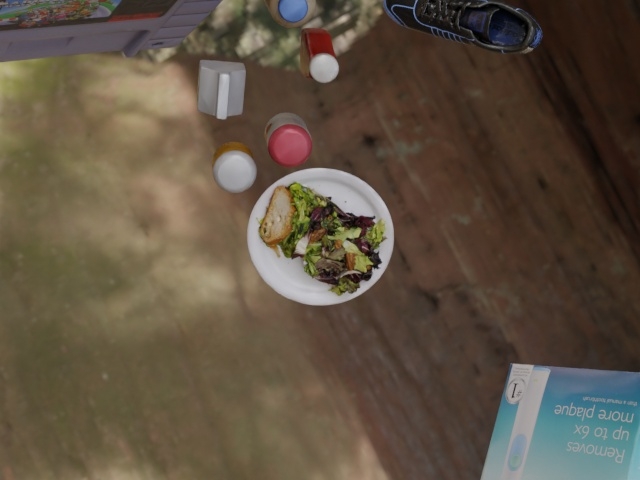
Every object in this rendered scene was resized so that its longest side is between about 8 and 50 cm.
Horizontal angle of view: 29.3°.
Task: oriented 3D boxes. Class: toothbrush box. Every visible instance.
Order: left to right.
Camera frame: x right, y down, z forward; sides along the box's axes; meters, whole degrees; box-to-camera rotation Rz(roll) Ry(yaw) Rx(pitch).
[{"bbox_3d":[0.301,0.305,1.431,0.126,0.216,0.295,28,73,-35],"label":"toothbrush box"}]

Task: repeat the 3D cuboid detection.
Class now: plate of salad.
[{"bbox_3d":[0.000,0.000,1.653,0.200,0.200,0.048,58,10,-17],"label":"plate of salad"}]

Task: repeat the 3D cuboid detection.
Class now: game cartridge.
[{"bbox_3d":[-0.269,-0.234,1.228,0.230,0.355,0.068,-17,-95,61],"label":"game cartridge"}]

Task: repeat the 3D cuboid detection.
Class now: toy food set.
[{"bbox_3d":[-0.046,-0.145,1.045,0.104,0.111,0.232,-110,-155,-70],"label":"toy food set"}]

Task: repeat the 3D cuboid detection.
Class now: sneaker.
[{"bbox_3d":[0.194,-0.312,1.686,0.090,0.232,0.081,-28,133,-77],"label":"sneaker"}]
